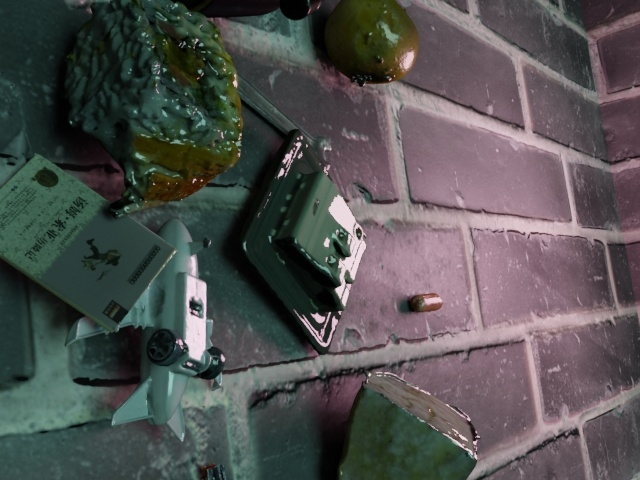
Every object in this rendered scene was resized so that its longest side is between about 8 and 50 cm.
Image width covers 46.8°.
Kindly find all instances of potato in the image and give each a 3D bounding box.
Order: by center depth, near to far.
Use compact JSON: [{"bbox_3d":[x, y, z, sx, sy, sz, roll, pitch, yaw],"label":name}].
[{"bbox_3d":[0.099,0.352,1.129,0.264,0.211,0.189,-62,179,0],"label":"potato"}]

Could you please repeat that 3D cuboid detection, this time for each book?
[{"bbox_3d":[-0.254,0.000,0.762,0.182,0.014,0.127,36,47,-7],"label":"book"}]

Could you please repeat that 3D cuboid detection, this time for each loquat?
[{"bbox_3d":[0.086,-0.355,1.274,0.172,0.149,0.204,22,51,-43],"label":"loquat"}]

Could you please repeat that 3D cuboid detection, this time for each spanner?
[{"bbox_3d":[-0.077,-0.197,1.120,0.302,0.017,0.071,34,54,-42],"label":"spanner"}]

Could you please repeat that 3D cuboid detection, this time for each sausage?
[{"bbox_3d":[0.197,0.116,1.373,0.083,0.034,0.034,0,80,-52],"label":"sausage"}]

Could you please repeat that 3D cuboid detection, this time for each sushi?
[{"bbox_3d":[-0.181,-0.160,0.842,0.184,0.139,0.274,22,42,-47],"label":"sushi"}]

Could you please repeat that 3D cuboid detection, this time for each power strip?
[{"bbox_3d":[0.000,-0.001,1.099,0.251,0.092,0.257,50,43,-31],"label":"power strip"}]

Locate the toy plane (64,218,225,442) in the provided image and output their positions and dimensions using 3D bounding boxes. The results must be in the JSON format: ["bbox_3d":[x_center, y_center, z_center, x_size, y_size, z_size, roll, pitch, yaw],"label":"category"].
[{"bbox_3d":[-0.169,0.092,0.839,0.251,0.101,0.255,38,51,-54],"label":"toy plane"}]

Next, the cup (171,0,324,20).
[{"bbox_3d":[-0.113,-0.345,0.978,0.239,0.166,0.177,57,30,8],"label":"cup"}]

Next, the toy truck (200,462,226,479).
[{"bbox_3d":[-0.123,0.312,0.891,0.024,0.032,0.083,0,81,-57],"label":"toy truck"}]
